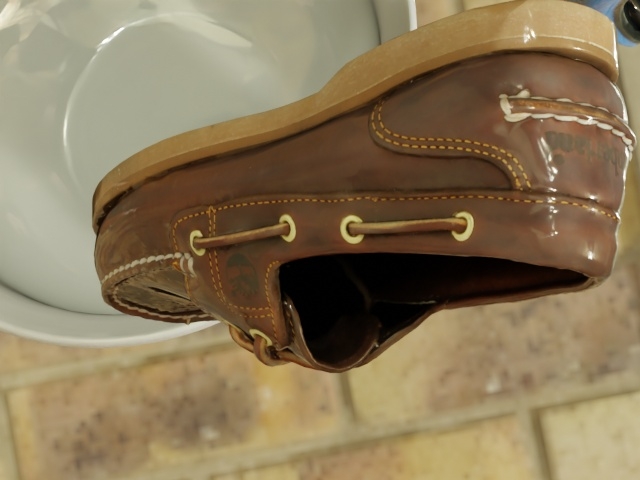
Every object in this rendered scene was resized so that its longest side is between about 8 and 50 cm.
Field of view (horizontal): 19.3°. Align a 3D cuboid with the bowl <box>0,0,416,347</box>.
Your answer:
[{"bbox_3d":[-0.090,-0.077,0.988,0.298,0.298,0.134,-11,164,6],"label":"bowl"}]

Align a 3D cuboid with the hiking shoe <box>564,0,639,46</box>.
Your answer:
[{"bbox_3d":[0.063,-0.108,0.563,0.113,0.132,0.304,-37,-168,-6],"label":"hiking shoe"}]

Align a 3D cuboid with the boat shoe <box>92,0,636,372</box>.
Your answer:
[{"bbox_3d":[0.000,0.000,0.516,0.073,0.073,0.207,9,161,-34],"label":"boat shoe"}]
